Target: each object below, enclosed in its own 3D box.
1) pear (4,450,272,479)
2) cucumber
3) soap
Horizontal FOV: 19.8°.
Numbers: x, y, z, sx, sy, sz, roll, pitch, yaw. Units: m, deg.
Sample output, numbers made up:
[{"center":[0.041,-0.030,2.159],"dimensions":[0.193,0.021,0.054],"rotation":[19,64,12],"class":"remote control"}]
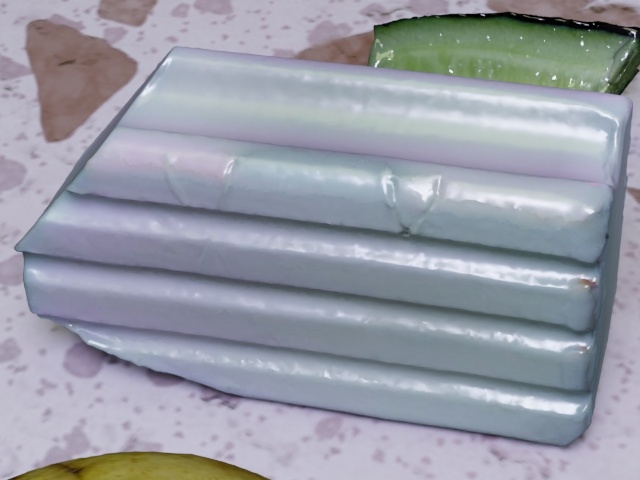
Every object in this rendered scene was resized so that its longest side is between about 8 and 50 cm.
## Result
[{"center":[-0.084,0.242,0.820],"dimensions":[0.304,0.304,0.304],"rotation":[-2,47,2],"class":"pear"},{"center":[0.125,-0.098,1.257],"dimensions":[0.193,0.115,0.086],"rotation":[8,4,17],"class":"cucumber"},{"center":[0.000,0.000,1.085],"dimensions":[0.347,0.208,0.115],"rotation":[7,46,11],"class":"soap"}]
